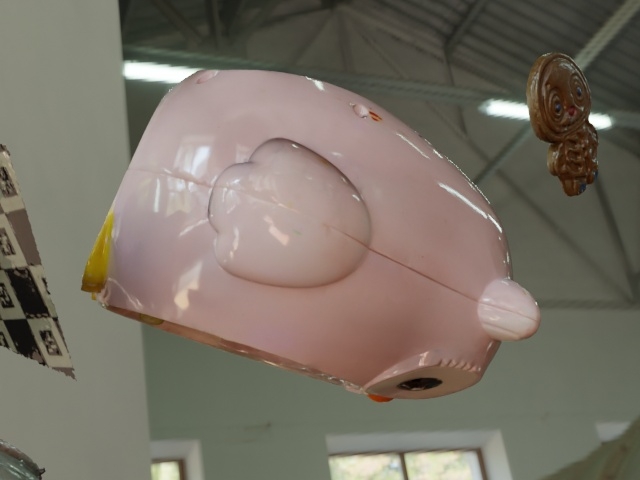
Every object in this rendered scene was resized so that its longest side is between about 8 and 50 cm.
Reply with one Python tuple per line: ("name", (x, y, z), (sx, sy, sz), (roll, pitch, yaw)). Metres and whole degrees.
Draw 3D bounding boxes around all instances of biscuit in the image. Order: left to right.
("biscuit", (0.298, -0.142, 1.244), (0.026, 0.175, 0.124), (-3, 25, 45))

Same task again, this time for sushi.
("sushi", (-0.314, 0.005, 0.821), (0.279, 0.193, 0.043), (13, 33, 42))

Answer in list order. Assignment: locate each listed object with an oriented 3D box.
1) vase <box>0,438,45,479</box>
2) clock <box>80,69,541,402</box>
("vase", (-0.519, 0.293, 1.164), (0.250, 0.250, 0.445), (-22, -38, 24))
("clock", (0.000, 0.000, 0.968), (0.376, 0.251, 0.368), (20, -10, -5))
